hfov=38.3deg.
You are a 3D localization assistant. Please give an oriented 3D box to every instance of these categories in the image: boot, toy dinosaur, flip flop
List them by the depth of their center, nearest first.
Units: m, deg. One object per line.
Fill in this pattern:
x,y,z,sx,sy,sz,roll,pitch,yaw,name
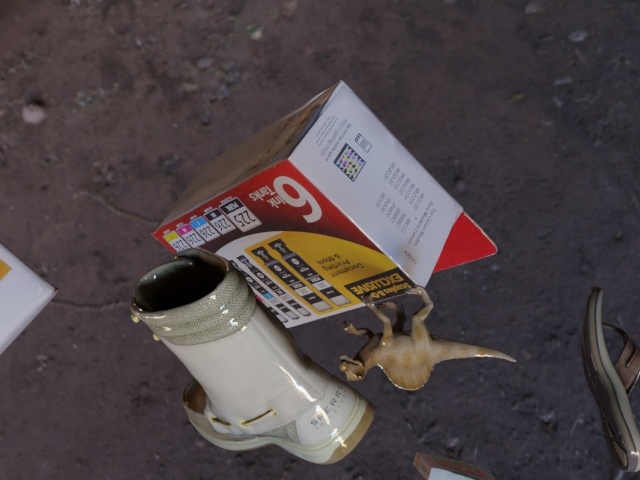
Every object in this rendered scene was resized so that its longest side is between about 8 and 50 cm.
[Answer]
-0.076,0.082,0.674,0.213,0.165,0.077,-5,42,55,boot
0.085,0.093,0.859,0.183,0.053,0.092,-2,66,-27,toy dinosaur
0.438,0.198,1.348,0.080,0.112,0.277,-10,57,4,flip flop

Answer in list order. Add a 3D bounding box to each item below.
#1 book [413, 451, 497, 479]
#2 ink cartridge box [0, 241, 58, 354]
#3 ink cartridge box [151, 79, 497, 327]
0.174,0.305,1.185,0.096,0.144,0.035,18,84,-1,book
-0.311,0.031,0.315,0.303,0.307,0.072,-52,10,-26,ink cartridge box
0.000,0.000,1.073,0.309,0.272,0.130,-23,30,52,ink cartridge box
